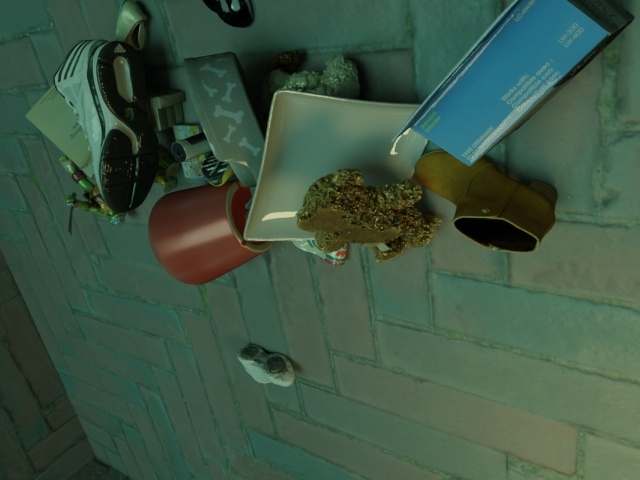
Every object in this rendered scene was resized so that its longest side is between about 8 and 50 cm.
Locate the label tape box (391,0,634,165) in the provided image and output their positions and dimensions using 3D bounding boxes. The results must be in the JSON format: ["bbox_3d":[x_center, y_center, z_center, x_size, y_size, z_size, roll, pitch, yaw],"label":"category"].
[{"bbox_3d":[0.283,-0.235,0.734,0.115,0.347,0.249,47,134,5],"label":"label tape box"}]

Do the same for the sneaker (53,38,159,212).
[{"bbox_3d":[-0.581,-0.314,1.387,0.257,0.169,0.448,24,120,35],"label":"sneaker"}]

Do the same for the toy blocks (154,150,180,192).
[{"bbox_3d":[-0.497,-0.232,1.540,0.148,0.054,0.123,40,133,13],"label":"toy blocks"}]

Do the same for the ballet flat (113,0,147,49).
[{"bbox_3d":[-0.524,-0.523,1.381,0.086,0.086,0.248,47,133,6],"label":"ballet flat"}]

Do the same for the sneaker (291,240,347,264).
[{"bbox_3d":[0.000,0.000,1.301,0.161,0.057,0.075,26,112,25],"label":"sneaker"}]

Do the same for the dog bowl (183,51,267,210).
[{"bbox_3d":[-0.173,-0.244,1.117,0.102,0.349,0.349,-22,104,2],"label":"dog bowl"}]

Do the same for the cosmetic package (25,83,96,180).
[{"bbox_3d":[-0.725,-0.327,1.571,0.309,0.113,0.160,40,87,12],"label":"cosmetic package"}]

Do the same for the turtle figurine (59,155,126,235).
[{"bbox_3d":[-0.715,-0.178,1.647,0.197,0.274,0.266,-30,91,9],"label":"turtle figurine"}]

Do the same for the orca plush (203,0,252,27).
[{"bbox_3d":[-0.253,-0.597,1.107,0.151,0.102,0.287,-3,113,39],"label":"orca plush"}]

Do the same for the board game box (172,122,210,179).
[{"bbox_3d":[-0.355,-0.250,1.439,0.103,0.026,0.154,10,120,34],"label":"board game box"}]

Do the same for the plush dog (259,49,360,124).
[{"bbox_3d":[-0.057,-0.278,1.106,0.225,0.210,0.263,45,138,46],"label":"plush dog"}]

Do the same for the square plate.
[{"bbox_3d":[0.032,-0.141,1.044,0.049,0.343,0.347,-114,32,-43],"label":"square plate"}]

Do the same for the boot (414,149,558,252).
[{"bbox_3d":[0.271,-0.078,0.930,0.295,0.211,0.104,20,125,28],"label":"boot"}]

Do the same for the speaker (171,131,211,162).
[{"bbox_3d":[-0.321,-0.249,1.338,0.055,0.136,0.055,19,125,29],"label":"speaker"}]

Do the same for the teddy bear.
[{"bbox_3d":[0.099,-0.050,1.048,0.245,0.337,0.113,-44,43,50],"label":"teddy bear"}]

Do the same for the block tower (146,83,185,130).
[{"bbox_3d":[-0.529,-0.393,1.447,0.335,0.091,0.097,18,125,29],"label":"block tower"}]

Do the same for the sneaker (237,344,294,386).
[{"bbox_3d":[-0.165,0.421,1.652,0.232,0.090,0.115,18,132,40],"label":"sneaker"}]

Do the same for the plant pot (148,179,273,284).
[{"bbox_3d":[-0.268,-0.034,1.352,0.243,0.275,0.275,-16,105,31],"label":"plant pot"}]

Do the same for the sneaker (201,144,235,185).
[{"bbox_3d":[-0.235,-0.190,1.288,0.081,0.209,0.094,-15,127,12],"label":"sneaker"}]
